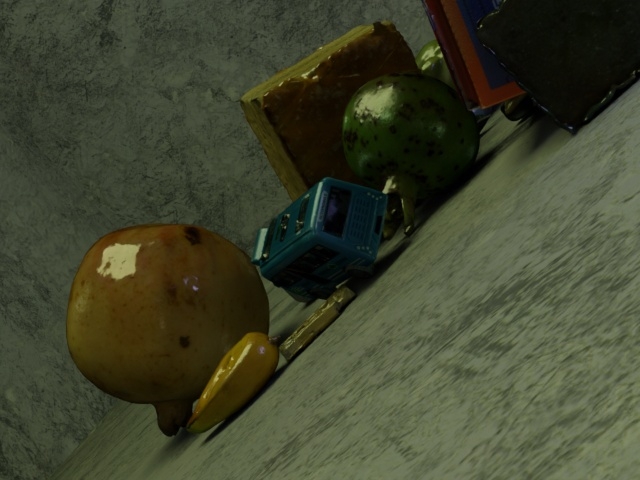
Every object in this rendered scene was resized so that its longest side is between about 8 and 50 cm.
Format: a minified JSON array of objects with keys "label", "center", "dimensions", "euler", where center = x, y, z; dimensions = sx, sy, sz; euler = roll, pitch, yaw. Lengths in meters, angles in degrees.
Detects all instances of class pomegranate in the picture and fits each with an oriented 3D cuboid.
[{"label":"pomegranate","center":[0.129,-0.133,1.685],"dimensions":[0.211,0.211,0.263],"euler":[-37,33,57]},{"label":"pomegranate","center":[-0.239,0.138,1.784],"dimensions":[0.342,0.342,0.342],"euler":[-43,4,4]}]

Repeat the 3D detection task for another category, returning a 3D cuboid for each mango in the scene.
[{"label":"mango","center":[-0.119,0.198,1.550],"dimensions":[0.187,0.066,0.101],"euler":[-49,12,2]}]

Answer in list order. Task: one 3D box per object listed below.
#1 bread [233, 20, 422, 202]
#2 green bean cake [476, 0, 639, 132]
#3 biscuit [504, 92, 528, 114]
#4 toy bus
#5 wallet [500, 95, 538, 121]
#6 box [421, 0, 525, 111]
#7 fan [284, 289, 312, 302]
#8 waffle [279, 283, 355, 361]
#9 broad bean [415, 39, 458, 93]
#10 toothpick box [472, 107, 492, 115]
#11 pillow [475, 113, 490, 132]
[{"label":"bread","center":[0.048,-0.186,1.885],"dimensions":[0.279,0.279,0.207],"euler":[-36,15,-11]},{"label":"green bean cake","center":[0.293,-0.241,1.291],"dimensions":[0.181,0.173,0.094],"euler":[-45,5,14]},{"label":"biscuit","center":[0.322,-0.271,1.680],"dimensions":[0.139,0.016,0.231],"euler":[-49,7,24]},{"label":"toy bus","center":[0.000,0.000,1.654],"dimensions":[0.246,0.134,0.113],"euler":[146,140,-62]},{"label":"wallet","center":[0.424,-0.332,1.747],"dimensions":[0.377,0.051,0.197],"euler":[-48,5,-36]},{"label":"box","center":[0.248,-0.391,1.482],"dimensions":[0.257,0.318,0.348],"euler":[-20,20,11]},{"label":"fan","center":[-0.003,0.034,1.979],"dimensions":[0.130,0.074,0.244],"euler":[-43,4,13]},{"label":"waffle","center":[-0.004,0.115,1.579],"dimensions":[0.135,0.021,0.092],"euler":[-45,3,-2]},{"label":"broad bean","center":[0.246,-0.295,2.193],"dimensions":[0.238,0.119,0.291],"euler":[-54,-19,-9]},{"label":"toothpick box","center":[0.277,-0.232,2.116],"dimensions":[0.083,0.052,0.052],"euler":[-46,5,-13]},{"label":"pillow","center":[0.236,-0.178,1.992],"dimensions":[0.090,0.048,0.150],"euler":[-51,5,-21]}]
